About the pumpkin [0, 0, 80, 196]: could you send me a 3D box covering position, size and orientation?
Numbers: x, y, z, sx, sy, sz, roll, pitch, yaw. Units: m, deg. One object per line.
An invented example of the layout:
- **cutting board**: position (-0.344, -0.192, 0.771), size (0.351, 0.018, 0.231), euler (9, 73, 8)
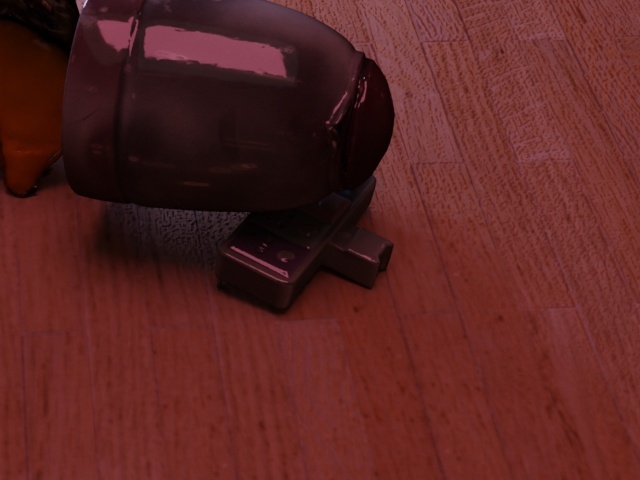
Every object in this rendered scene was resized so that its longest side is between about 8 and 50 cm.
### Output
- **pumpkin**: position (-0.399, -0.196, 1.867), size (0.303, 0.256, 0.225), euler (3, 33, -28)

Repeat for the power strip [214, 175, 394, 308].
- **power strip**: position (0.000, 0.000, 1.832), size (0.145, 0.061, 0.215), euler (26, 44, 14)

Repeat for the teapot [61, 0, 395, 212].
- **teapot**: position (-0.076, -0.141, 1.811), size (0.312, 0.233, 0.315), euler (10, 11, 5)
